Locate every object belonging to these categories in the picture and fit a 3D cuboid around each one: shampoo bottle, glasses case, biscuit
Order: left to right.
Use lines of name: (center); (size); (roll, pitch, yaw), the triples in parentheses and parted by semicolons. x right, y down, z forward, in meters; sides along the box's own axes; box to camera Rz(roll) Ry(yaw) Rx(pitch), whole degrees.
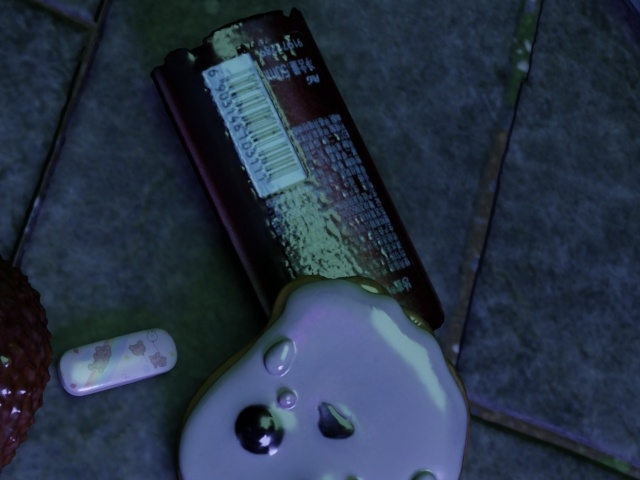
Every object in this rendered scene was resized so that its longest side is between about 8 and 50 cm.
glasses case: (-0.136, 0.081, 1.100); (0.083, 0.021, 0.032); (-13, 75, -27)
shampoo bottle: (0.000, 0.000, 1.156); (0.129, 0.084, 0.323); (-23, 83, -25)
biscuit: (0.002, 0.132, 1.076); (0.181, 0.049, 0.208); (44, 88, 4)

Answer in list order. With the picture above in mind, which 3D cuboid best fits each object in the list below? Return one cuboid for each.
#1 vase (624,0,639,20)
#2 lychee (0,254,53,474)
vase: (0.295, -0.199, 1.361); (0.086, 0.086, 0.214); (-25, 87, -29)
lychee: (-0.251, 0.077, 0.963); (0.194, 0.194, 0.194); (8, 69, -21)
